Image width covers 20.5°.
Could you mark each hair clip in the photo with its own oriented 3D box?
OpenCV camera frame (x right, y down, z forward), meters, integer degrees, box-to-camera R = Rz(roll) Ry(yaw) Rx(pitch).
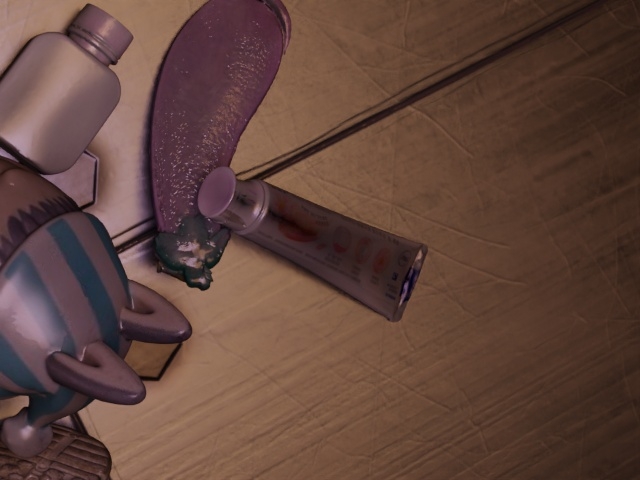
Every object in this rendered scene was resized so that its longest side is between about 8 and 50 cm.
[{"bbox_3d":[-0.127,-0.123,1.983,0.095,0.110,0.359,18,81,-57],"label":"hair clip"}]

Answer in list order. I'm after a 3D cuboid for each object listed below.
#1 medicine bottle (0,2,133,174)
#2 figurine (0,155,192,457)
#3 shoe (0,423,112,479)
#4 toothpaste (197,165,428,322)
[{"bbox_3d":[-0.282,-0.168,1.932,0.119,0.069,0.183,37,83,-14],"label":"medicine bottle"},{"bbox_3d":[-0.331,0.108,1.750,0.266,0.377,0.361,16,96,-48],"label":"figurine"},{"bbox_3d":[-0.348,0.363,1.897,0.351,0.172,0.198,-51,149,-32],"label":"shoe"},{"bbox_3d":[0.000,0.000,1.991,0.323,0.066,0.100,26,83,-40],"label":"toothpaste"}]
